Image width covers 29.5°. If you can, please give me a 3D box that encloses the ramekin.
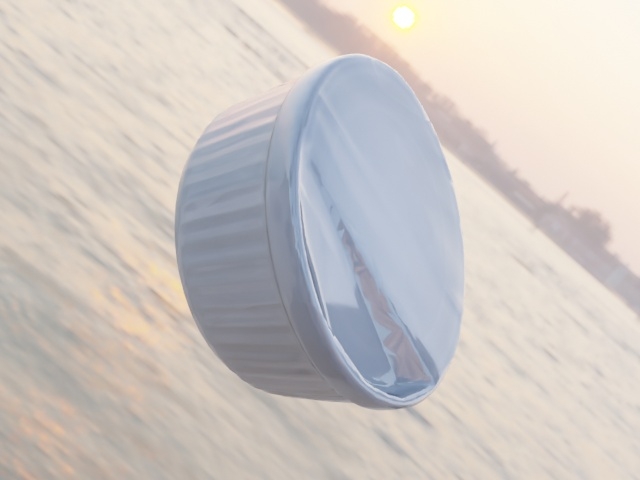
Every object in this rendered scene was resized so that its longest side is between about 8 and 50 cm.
[{"bbox_3d":[0.000,0.000,0.937,0.273,0.127,0.273,26,60,-55],"label":"ramekin"}]
